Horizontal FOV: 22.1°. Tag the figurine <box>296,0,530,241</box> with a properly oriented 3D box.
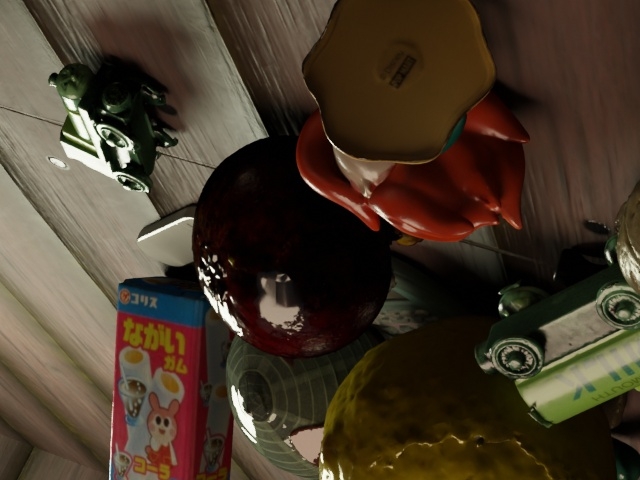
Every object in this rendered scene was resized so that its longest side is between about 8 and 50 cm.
[{"bbox_3d":[0.078,-0.091,1.431,0.208,0.181,0.257,-7,164,2],"label":"figurine"}]

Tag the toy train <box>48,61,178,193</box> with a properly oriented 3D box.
[{"bbox_3d":[-0.236,-0.130,1.817,0.132,0.083,0.200,24,159,12],"label":"toy train"}]

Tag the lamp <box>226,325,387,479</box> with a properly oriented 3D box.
[{"bbox_3d":[-0.009,0.193,2.116,0.265,0.233,0.233,62,168,17],"label":"lamp"}]

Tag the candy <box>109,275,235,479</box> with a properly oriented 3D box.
[{"bbox_3d":[-0.205,0.210,2.312,0.157,0.306,0.100,9,-170,37],"label":"candy"}]

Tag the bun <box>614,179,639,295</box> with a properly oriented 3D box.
[{"bbox_3d":[0.341,0.015,1.460,0.166,0.113,0.173,33,154,-13],"label":"bun"}]

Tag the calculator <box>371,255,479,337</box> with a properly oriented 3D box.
[{"bbox_3d":[0.091,0.072,2.001,0.295,0.042,0.184,33,158,-29],"label":"calculator"}]

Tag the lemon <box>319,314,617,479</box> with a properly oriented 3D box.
[{"bbox_3d":[0.164,0.252,1.866,0.349,0.387,0.350,4,116,8],"label":"lemon"}]

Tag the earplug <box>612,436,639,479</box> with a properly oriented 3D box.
[{"bbox_3d":[0.244,0.266,2.118,0.257,0.280,0.164,60,156,29],"label":"earplug"}]

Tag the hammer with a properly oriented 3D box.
[{"bbox_3d":[0.335,0.131,1.865,0.168,0.044,0.440,22,160,13],"label":"hammer"}]

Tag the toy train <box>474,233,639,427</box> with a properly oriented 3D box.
[{"bbox_3d":[0.283,0.098,1.643,0.253,0.105,0.157,-30,114,33],"label":"toy train"}]

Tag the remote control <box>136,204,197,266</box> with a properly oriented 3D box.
[{"bbox_3d":[-0.175,-0.004,2.143,0.077,0.022,0.245,29,159,-18],"label":"remote control"}]

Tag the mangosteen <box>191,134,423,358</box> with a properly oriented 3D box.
[{"bbox_3d":[0.000,0.000,1.727,0.261,0.235,0.235,-15,176,-25],"label":"mangosteen"}]
